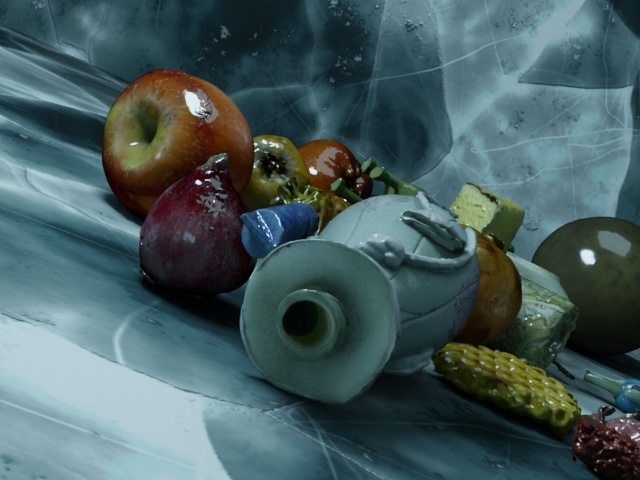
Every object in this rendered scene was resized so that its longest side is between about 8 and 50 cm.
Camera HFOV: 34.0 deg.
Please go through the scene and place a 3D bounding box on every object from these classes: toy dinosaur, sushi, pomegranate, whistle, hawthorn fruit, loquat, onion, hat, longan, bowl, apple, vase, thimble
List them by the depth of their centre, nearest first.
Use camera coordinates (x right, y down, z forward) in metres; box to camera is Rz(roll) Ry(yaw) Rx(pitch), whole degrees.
[{"bbox_3d":[0.065,0.064,1.326,0.250,0.250,0.445,26,15,15],"label":"vase"},{"bbox_3d":[-0.153,-0.021,1.370,0.159,0.194,0.159,12,6,-1],"label":"onion"},{"bbox_3d":[-0.053,-0.017,1.371,0.062,0.062,0.304,25,7,6],"label":"whistle"},{"bbox_3d":[0.430,0.282,1.383,0.286,0.107,0.237,23,-3,-37],"label":"hat"},{"bbox_3d":[-0.235,-0.148,1.734,0.272,0.251,0.206,8,-12,37],"label":"apple"},{"bbox_3d":[0.170,-0.028,1.745,0.301,0.087,0.447,34,2,-35],"label":"toy dinosaur"},{"bbox_3d":[0.237,0.073,1.751,0.215,0.215,0.215,23,9,-4],"label":"pomegranate"},{"bbox_3d":[0.000,-0.001,1.755,0.179,0.166,0.296,19,28,8],"label":"sushi"},{"bbox_3d":[0.585,0.291,1.876,0.236,0.077,0.114,20,-2,16],"label":"whistle"},{"bbox_3d":[-0.107,-0.095,1.884,0.176,0.187,0.234,22,-26,4],"label":"loquat"},{"bbox_3d":[0.377,0.144,1.912,0.143,0.137,0.190,27,33,27],"label":"thimble"},{"bbox_3d":[0.394,0.108,2.132,0.277,0.145,0.277,26,4,-2],"label":"bowl"},{"bbox_3d":[-0.022,-0.100,2.200,0.261,0.224,0.224,4,-7,43],"label":"hawthorn fruit"},{"bbox_3d":[0.633,0.104,2.384,0.361,0.361,0.361,23,9,-4],"label":"longan"}]

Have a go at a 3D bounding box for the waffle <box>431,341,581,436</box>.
[{"bbox_3d":[0.281,0.215,1.583,0.245,0.052,0.254,24,9,8],"label":"waffle"}]

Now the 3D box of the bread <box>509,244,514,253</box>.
[{"bbox_3d":[0.279,0.025,2.297,0.301,0.045,0.301,-4,-5,0],"label":"bread"}]

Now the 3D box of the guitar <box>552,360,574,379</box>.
[{"bbox_3d":[0.383,0.206,1.979,0.233,0.025,0.088,32,10,39],"label":"guitar"}]

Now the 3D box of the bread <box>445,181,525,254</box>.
[{"bbox_3d":[0.269,0.031,1.952,0.142,0.266,0.178,26,10,-8],"label":"bread"}]
